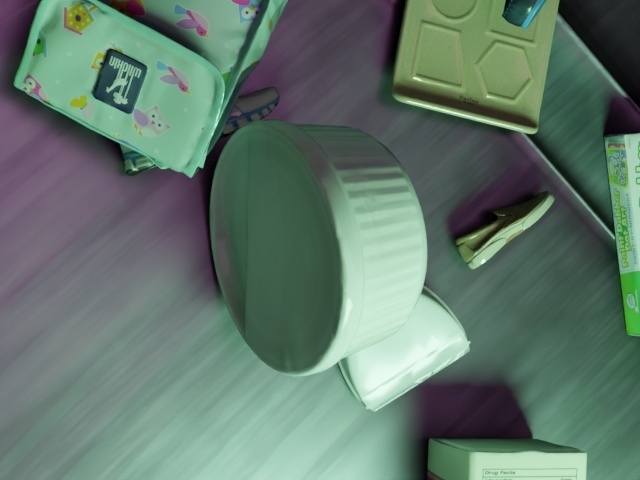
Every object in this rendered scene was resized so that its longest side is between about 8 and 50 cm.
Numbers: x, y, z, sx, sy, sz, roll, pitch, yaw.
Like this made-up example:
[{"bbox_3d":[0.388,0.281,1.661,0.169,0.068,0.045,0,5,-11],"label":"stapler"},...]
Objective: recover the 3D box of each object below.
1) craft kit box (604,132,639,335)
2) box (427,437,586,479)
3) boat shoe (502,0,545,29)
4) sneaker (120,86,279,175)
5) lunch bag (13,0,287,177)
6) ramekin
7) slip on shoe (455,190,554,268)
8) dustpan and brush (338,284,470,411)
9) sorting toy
[{"bbox_3d":[0.482,-0.022,1.866,0.247,0.061,0.250,-9,93,-17],"label":"craft kit box"},{"bbox_3d":[0.208,0.347,1.727,0.148,0.127,0.232,3,89,-20],"label":"box"},{"bbox_3d":[0.243,-0.346,1.743,0.089,0.109,0.258,28,49,-6],"label":"boat shoe"},{"bbox_3d":[-0.136,-0.142,1.634,0.191,0.071,0.083,-23,92,-19],"label":"sneaker"},{"bbox_3d":[-0.168,-0.222,1.551,0.223,0.160,0.262,27,86,0],"label":"lunch bag"},{"bbox_3d":[0.000,0.000,1.587,0.127,0.273,0.273,-11,94,-32],"label":"ramekin"},{"bbox_3d":[0.217,-0.022,1.774,0.135,0.051,0.041,-38,91,-10],"label":"slip on shoe"},{"bbox_3d":[0.059,0.069,1.717,0.147,0.060,0.211,-32,107,-4],"label":"dustpan and brush"},{"bbox_3d":[0.182,-0.242,1.768,0.193,0.038,0.208,12,81,-20],"label":"sorting toy"}]
